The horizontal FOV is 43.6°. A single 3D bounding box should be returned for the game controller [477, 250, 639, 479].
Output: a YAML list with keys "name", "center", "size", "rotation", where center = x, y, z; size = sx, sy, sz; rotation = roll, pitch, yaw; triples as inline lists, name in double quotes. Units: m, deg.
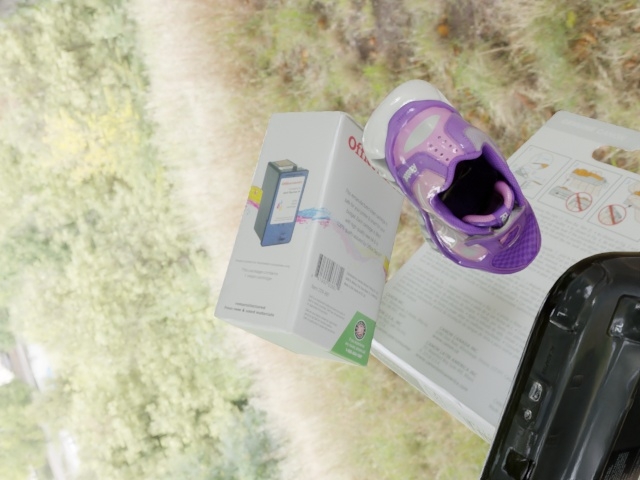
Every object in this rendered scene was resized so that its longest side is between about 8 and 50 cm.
- name: "game controller"
  center: [0.173, 0.156, 0.544]
  size: [0.067, 0.166, 0.319]
  rotation: [33, 116, 43]

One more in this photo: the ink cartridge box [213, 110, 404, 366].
- name: "ink cartridge box"
  center: [0.000, 0.000, 0.785]
  size: [0.093, 0.154, 0.213]
  rotation: [7, 75, 33]

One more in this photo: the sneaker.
- name: "sneaker"
  center: [0.131, -0.029, 0.670]
  size: [0.236, 0.095, 0.104]
  rotation: [41, -179, -42]

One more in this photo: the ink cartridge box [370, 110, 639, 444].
- name: "ink cartridge box"
  center: [0.266, 0.042, 0.880]
  size: [0.308, 0.385, 0.091]
  rotation: [32, 162, 49]
